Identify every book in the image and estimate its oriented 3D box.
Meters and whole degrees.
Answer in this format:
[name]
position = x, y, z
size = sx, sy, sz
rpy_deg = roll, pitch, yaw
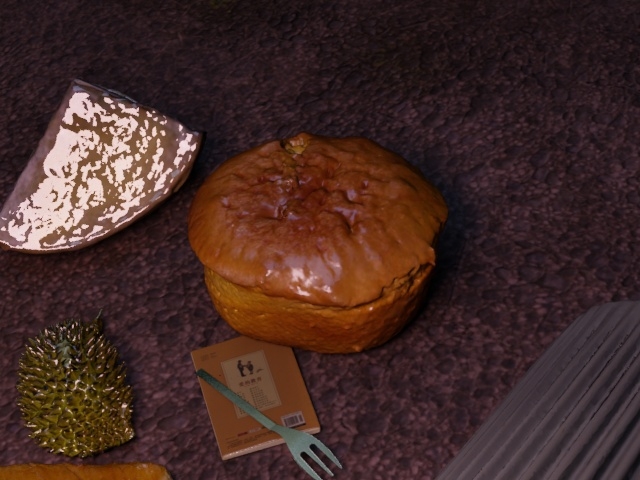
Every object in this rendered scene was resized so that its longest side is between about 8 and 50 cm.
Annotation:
[book]
position = -0.077, 0.175, 1.904
size = 0.118, 0.012, 0.172
rpy_deg = -16, 44, -6

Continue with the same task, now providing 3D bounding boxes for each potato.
[potato]
position = -0.292, -0.073, 2.147
size = 0.189, 0.211, 0.264
rpy_deg = 30, 87, -8

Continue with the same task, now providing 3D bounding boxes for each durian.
[durian]
position = -0.296, 0.156, 1.910
size = 0.137, 0.095, 0.221
rpy_deg = -17, 38, -8

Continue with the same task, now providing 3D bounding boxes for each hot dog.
[hot dog]
position = -0.304, 0.280, 1.809
size = 0.285, 0.061, 0.088
rpy_deg = -6, 33, 3

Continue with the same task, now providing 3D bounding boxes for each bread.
[bread]
position = -0.005, -0.002, 1.955
size = 0.312, 0.172, 0.312
rpy_deg = 0, 41, 0

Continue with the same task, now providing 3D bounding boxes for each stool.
[stool]
position = 0.272, 0.250, 1.578
size = 0.297, 0.297, 0.330
rpy_deg = 19, 46, 27

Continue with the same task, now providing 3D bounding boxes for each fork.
[fork]
position = -0.068, 0.200, 1.852
size = 0.039, 0.021, 0.235
rpy_deg = -36, 50, -27
